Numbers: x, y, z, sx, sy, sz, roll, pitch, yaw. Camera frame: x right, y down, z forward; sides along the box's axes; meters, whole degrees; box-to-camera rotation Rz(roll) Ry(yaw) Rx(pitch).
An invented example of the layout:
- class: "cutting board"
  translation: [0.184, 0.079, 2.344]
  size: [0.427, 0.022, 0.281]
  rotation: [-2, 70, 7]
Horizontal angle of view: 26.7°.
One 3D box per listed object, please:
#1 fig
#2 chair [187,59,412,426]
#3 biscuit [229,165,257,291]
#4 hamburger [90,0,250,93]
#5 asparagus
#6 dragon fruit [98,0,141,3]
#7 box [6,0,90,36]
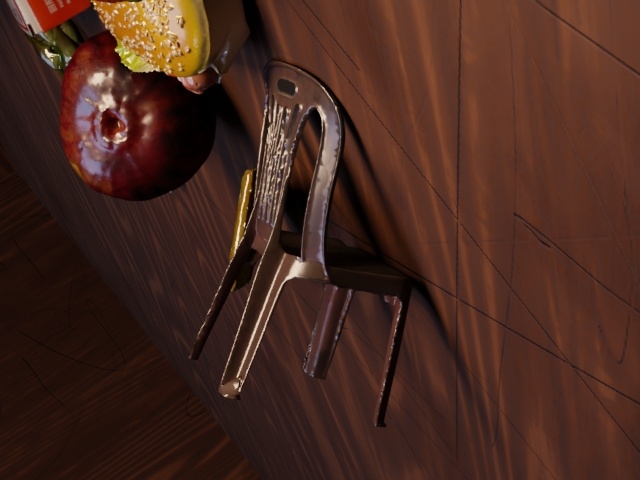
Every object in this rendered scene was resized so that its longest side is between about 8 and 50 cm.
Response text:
- class: "fig"
  translation: [-0.199, -0.161, 1.615]
  size: [0.249, 0.186, 0.203]
  rotation: [-40, -57, -64]
- class: "chair"
  translation: [0.000, 0.000, 1.369]
  size: [0.175, 0.183, 0.326]
  rotation: [33, 108, 59]
- class: "biscuit"
  translation: [-0.082, -0.014, 1.535]
  size: [0.231, 0.016, 0.139]
  rotation: [-31, -50, -88]
- class: "hamburger"
  translation: [-0.157, -0.241, 1.343]
  size: [0.210, 0.116, 0.173]
  rotation: [43, 158, 41]
- class: "asparagus"
  translation: [-0.400, -0.297, 2.105]
  size: [0.287, 0.080, 0.080]
  rotation: [50, 165, 10]
- class: "dragon fruit"
  translation: [-0.201, -0.332, 1.111]
  size: [0.295, 0.130, 0.268]
  rotation: [-7, 81, 44]
- class: "box"
  translation: [-0.414, -0.391, 1.884]
  size: [0.133, 0.099, 0.182]
  rotation: [39, 158, 53]
